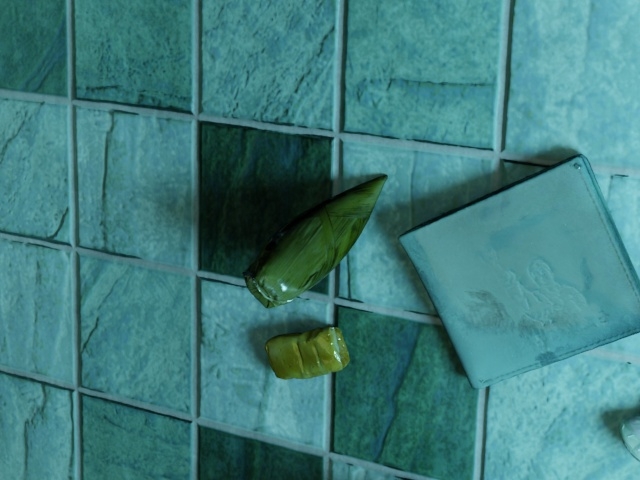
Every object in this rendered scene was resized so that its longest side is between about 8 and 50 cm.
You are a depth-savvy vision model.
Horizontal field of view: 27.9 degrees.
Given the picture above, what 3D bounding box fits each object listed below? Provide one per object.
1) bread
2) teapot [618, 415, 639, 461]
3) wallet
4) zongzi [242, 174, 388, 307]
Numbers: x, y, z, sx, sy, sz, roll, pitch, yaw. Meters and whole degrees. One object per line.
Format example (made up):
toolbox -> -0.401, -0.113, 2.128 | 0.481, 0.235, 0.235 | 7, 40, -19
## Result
bread -> -0.020, 0.170, 1.938 | 0.132, 0.053, 0.074 | -11, 96, 34
teapot -> 0.439, 0.258, 1.689 | 0.064, 0.064, 0.083 | -38, 114, 25
wallet -> 0.277, 0.049, 1.735 | 0.290, 0.054, 0.251 | -23, 93, 28
zongzi -> -0.002, 0.000, 1.801 | 0.204, 0.205, 0.094 | -38, 92, 28
